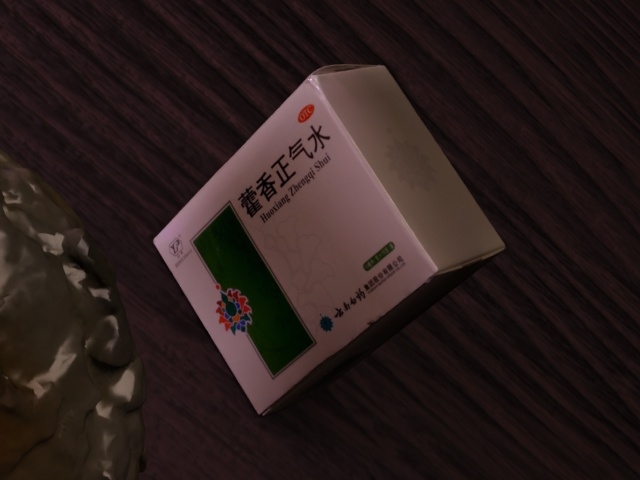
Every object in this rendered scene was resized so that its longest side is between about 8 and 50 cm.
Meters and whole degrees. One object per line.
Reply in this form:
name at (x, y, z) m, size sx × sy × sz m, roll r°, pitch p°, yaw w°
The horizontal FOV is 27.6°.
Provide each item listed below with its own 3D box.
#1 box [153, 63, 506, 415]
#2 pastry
box at (0.000, 0.000, 0.947) m, size 0.095 × 0.212 × 0.168 m, roll -15°, pitch 69°, yaw -49°
pastry at (-0.219, 0.070, 0.600) m, size 0.329 × 0.330 × 0.136 m, roll 51°, pitch 36°, yaw 5°
